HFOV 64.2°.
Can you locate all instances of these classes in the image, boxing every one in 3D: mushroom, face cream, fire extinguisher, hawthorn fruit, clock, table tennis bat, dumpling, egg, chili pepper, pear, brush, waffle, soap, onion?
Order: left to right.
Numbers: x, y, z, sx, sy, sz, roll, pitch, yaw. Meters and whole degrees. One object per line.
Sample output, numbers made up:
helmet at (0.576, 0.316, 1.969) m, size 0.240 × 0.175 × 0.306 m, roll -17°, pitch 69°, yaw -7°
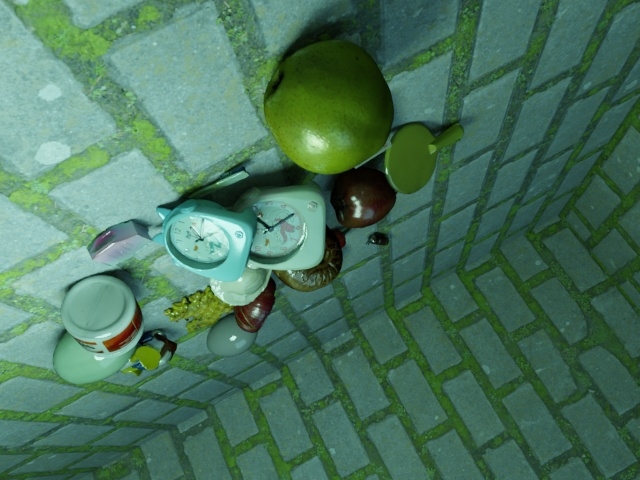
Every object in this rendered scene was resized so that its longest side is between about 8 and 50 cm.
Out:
egg at (-0.733, 0.354, 1.664) m, size 0.282 × 0.203 × 0.203 m, roll -30°, pitch 157°, yaw -1°
face cream at (-0.641, 0.227, 1.514) m, size 0.201 × 0.201 × 0.187 m, roll -21°, pitch 156°, yaw -19°
soap at (-0.543, 0.010, 1.370) m, size 0.149 × 0.056 × 0.100 m, roll -33°, pitch 154°, yaw 8°
clock at (-0.321, -0.015, 1.407) m, size 0.274 × 0.094 × 0.224 m, roll 19°, pitch 124°, yaw -4°
waffle at (-0.450, 0.273, 2.002) m, size 0.259 × 0.069 × 0.293 m, roll -28°, pitch 158°, yaw -1°
brush at (-0.278, -0.155, 1.380) m, size 0.178 × 0.030 × 0.033 m, roll -23°, pitch 166°, yaw 11°
egg at (-0.390, 0.419, 2.232) m, size 0.231 × 0.176 × 0.176 m, roll -26°, pitch 158°, yaw 12°
dumpling at (-0.274, 0.149, 1.845) m, size 0.215 × 0.126 × 0.167 m, roll -24°, pitch 117°, yaw -47°
onion at (-0.259, 0.240, 1.997) m, size 0.248 × 0.161 × 0.248 m, roll -52°, pitch -177°, yaw 3°
clock at (-0.146, -0.045, 1.516) m, size 0.324 × 0.109 × 0.265 m, roll -1°, pitch 119°, yaw -8°
mushroom at (-0.046, 0.032, 1.738) m, size 0.297 × 0.278 × 0.163 m, roll 39°, pitch 146°, yaw -29°
chili pepper at (-0.006, 0.006, 1.952) m, size 0.368 × 0.092 × 0.137 m, roll -11°, pitch 136°, yaw -44°
pear at (0.018, -0.296, 1.137) m, size 0.294 × 0.294 × 0.294 m, roll -25°, pitch 156°, yaw -11°
hawthorn fruit at (0.164, -0.143, 1.685) m, size 0.248 × 0.208 × 0.208 m, roll -10°, pitch 151°, yaw -21°
fire extinguisher at (0.255, -0.004, 2.285) m, size 0.158 × 0.043 × 0.064 m, roll 8°, pitch 107°, yaw -56°
table tennis bat at (0.343, -0.297, 1.681) m, size 0.368 × 0.054 × 0.224 m, roll -33°, pitch 120°, yaw -26°

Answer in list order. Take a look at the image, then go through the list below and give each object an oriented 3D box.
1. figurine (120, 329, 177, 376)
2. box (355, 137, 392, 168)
figurine at (-0.702, 0.422, 1.957) m, size 0.338 × 0.205 × 0.283 m, roll -31°, pitch 167°, yaw 35°
box at (0.126, -0.307, 1.495) m, size 0.141 × 0.058 × 0.201 m, roll -31°, pitch 158°, yaw 4°
